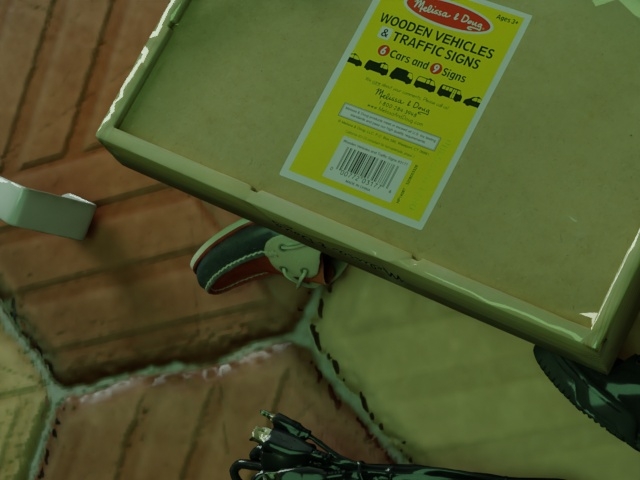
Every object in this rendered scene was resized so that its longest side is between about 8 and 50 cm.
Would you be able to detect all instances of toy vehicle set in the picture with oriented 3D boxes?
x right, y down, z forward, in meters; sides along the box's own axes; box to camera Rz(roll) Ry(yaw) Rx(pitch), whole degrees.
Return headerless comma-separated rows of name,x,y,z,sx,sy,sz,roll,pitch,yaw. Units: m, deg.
toy vehicle set,0.045,-0.067,0.736,0.267,0.035,0.166,24,77,25

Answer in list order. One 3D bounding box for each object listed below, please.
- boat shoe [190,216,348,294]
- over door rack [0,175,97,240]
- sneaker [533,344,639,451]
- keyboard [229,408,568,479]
boat shoe,0.000,0.000,0.776,0.137,0.049,0.043,-23,78,16
over door rack,-0.309,0.024,0.883,0.324,0.108,0.239,25,97,24
sneaker,0.181,0.071,0.686,0.170,0.051,0.089,41,103,17
keyboard,0.044,0.186,0.718,0.317,0.033,0.201,6,78,12
